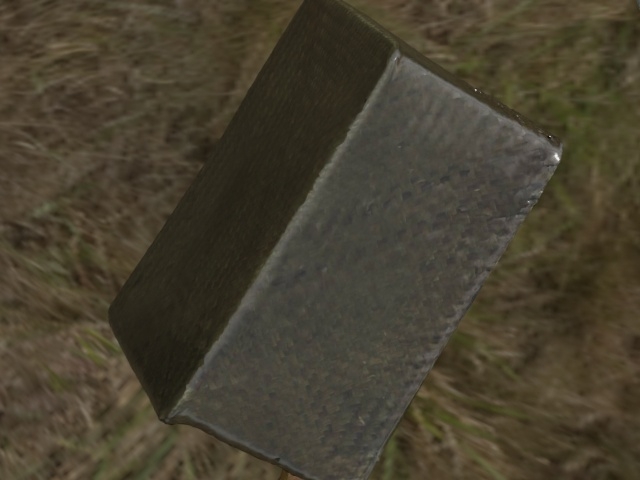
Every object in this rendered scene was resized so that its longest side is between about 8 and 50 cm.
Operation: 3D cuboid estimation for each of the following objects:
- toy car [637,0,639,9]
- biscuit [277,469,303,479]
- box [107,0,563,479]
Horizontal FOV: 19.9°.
[{"bbox_3d":[0.161,-0.074,0.533,0.205,0.056,0.095,20,98,-38],"label":"toy car"},{"bbox_3d":[-0.055,0.239,1.367,0.205,0.031,0.138,-39,124,8],"label":"biscuit"},{"bbox_3d":[0.002,0.001,1.166,0.143,0.184,0.273,29,97,-25],"label":"box"}]
